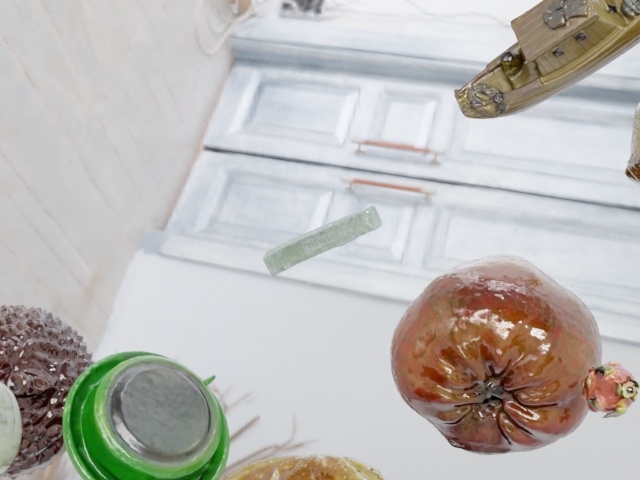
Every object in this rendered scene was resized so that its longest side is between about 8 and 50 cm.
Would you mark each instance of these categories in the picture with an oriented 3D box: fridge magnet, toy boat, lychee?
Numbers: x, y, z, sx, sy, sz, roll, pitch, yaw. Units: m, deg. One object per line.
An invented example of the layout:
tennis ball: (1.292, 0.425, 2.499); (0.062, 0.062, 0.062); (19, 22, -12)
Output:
fridge magnet: (-0.201, 0.220, 1.014); (0.088, 0.208, 0.208); (-51, -172, 40)
toy boat: (0.312, -0.257, 1.094); (0.121, 0.321, 0.089); (21, 46, -50)
lychee: (-0.537, 0.258, 1.476); (0.330, 0.306, 0.306); (-19, -131, 55)

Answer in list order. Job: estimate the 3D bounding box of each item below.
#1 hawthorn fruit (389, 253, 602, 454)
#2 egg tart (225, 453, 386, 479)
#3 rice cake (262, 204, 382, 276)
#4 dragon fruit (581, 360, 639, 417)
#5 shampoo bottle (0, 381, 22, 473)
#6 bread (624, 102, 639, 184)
hawthorn fruit: (0.349, 0.206, 1.663); (0.403, 0.403, 0.402); (10, 90, -77)
egg tart: (-0.061, 0.534, 1.443); (0.443, 0.443, 0.178); (-50, 127, -64)
rice cake: (0.000, 0.001, 1.052); (0.033, 0.171, 0.029); (62, 28, -8)
dragon fruit: (0.450, 0.229, 1.317); (0.116, 0.081, 0.086); (107, -21, -67)
shampoo bottle: (-0.416, 0.168, 0.824); (0.234, 0.118, 0.087); (25, 106, -49)
bread: (0.515, -0.113, 1.043); (0.270, 0.270, 0.148); (11, 85, -77)
